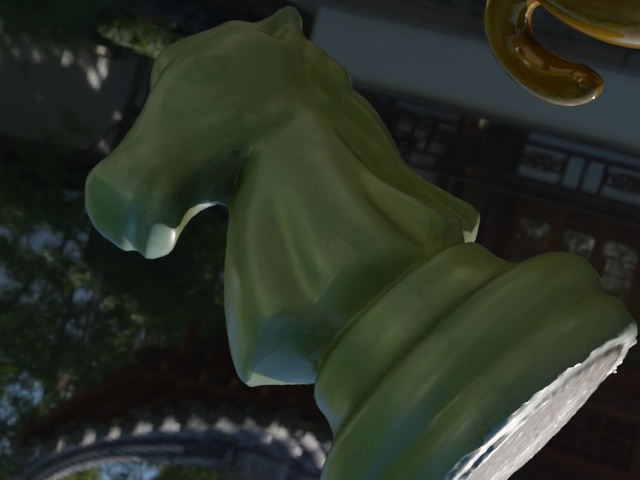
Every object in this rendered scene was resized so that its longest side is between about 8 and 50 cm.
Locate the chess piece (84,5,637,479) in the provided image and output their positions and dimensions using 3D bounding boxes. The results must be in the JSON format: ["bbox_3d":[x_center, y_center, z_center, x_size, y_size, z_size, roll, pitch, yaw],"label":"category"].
[{"bbox_3d":[0.000,0.000,0.559,0.298,0.176,0.176,47,-162,22],"label":"chess piece"}]

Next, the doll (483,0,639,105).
[{"bbox_3d":[0.217,-0.207,0.598,0.270,0.166,0.162,-30,-173,-22],"label":"doll"}]
